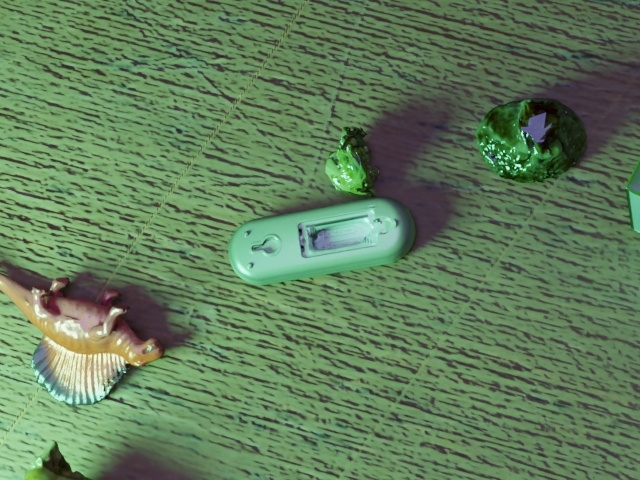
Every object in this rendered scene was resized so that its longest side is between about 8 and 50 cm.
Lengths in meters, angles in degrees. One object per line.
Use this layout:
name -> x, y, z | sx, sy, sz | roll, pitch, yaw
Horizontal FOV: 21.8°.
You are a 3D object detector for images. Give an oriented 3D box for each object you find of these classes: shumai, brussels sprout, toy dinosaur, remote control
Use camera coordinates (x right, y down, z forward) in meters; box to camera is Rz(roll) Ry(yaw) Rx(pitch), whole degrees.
shumai -> 0.235, -0.121, 1.877 | 0.123, 0.087, 0.099 | -9, 77, 11
brussels sprout -> 0.034, -0.092, 1.924 | 0.058, 0.085, 0.085 | 1, 78, 15
toy dinosaur -> -0.318, 0.117, 1.968 | 0.286, 0.070, 0.139 | 13, 103, 16
remote control -> 0.000, 0.000, 1.923 | 0.221, 0.042, 0.078 | -9, 77, 9

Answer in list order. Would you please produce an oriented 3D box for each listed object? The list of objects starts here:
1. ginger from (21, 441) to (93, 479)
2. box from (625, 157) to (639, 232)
ginger -> -0.298, 0.364, 1.859 | 0.152, 0.138, 0.267 | 12, 85, 19
box -> 0.436, -0.060, 1.764 | 0.177, 0.195, 0.148 | 25, 83, 17
